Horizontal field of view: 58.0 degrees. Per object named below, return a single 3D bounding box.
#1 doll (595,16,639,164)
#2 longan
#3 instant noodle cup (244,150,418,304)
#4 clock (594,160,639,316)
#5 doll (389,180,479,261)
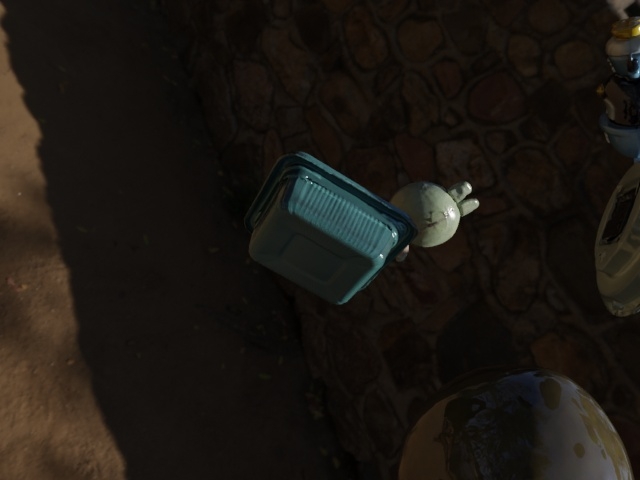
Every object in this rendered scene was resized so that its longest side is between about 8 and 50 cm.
[{"bbox_3d":[0.658,-0.301,1.216,0.177,0.141,0.313,-49,127,-50],"label":"doll"},{"bbox_3d":[0.240,0.302,0.713,0.300,0.300,0.243,60,2,9],"label":"longan"},{"bbox_3d":[0.000,0.000,0.670,0.179,0.157,0.070,29,46,-8],"label":"instant noodle cup"},{"bbox_3d":[0.379,-0.026,0.690,0.053,0.236,0.236,22,30,8],"label":"clock"},{"bbox_3d":[0.169,-0.034,1.132,0.154,0.275,0.113,55,41,-25],"label":"doll"}]
